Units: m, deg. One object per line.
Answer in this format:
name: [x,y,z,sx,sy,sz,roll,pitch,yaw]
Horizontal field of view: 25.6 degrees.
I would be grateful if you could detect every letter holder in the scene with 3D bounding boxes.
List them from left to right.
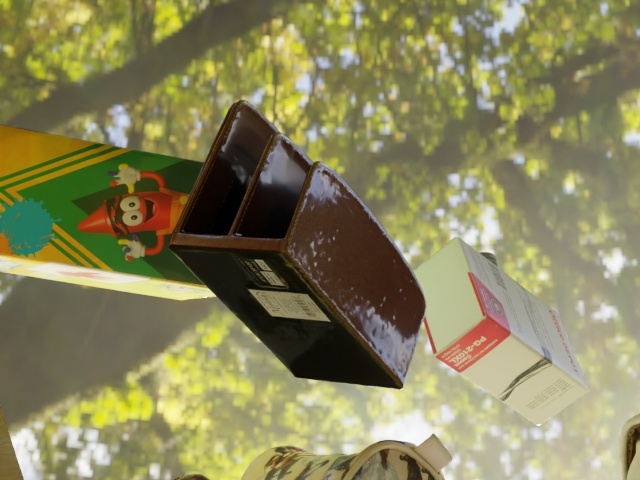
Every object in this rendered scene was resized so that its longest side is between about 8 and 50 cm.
letter holder: [0.000,0.000,1.583,0.152,0.214,0.302,3,-31,33]

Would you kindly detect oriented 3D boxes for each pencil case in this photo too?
pencil case: [0.021,0.334,1.768,0.160,0.183,0.410,58,-23,-4]

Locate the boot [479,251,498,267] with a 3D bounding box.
boot: [0.266,0.147,2.257,0.076,0.208,0.189,-8,-39,-7]

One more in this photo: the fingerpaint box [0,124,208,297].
fingerpaint box: [-0.304,-0.029,1.854,0.371,0.163,0.445,10,-6,-15]

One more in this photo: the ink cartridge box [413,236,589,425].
ink cartridge box: [0.250,0.129,1.971,0.100,0.172,0.237,-40,-54,21]

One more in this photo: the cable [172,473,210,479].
cable: [-0.199,0.331,1.687,0.287,0.139,0.072,15,-41,-38]

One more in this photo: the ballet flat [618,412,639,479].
ballet flat: [0.427,0.399,1.735,0.139,0.400,0.139,-3,-20,-1]

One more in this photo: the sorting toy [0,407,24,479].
sorting toy: [-0.413,0.175,1.232,0.257,0.255,0.089,-6,-22,-45]
